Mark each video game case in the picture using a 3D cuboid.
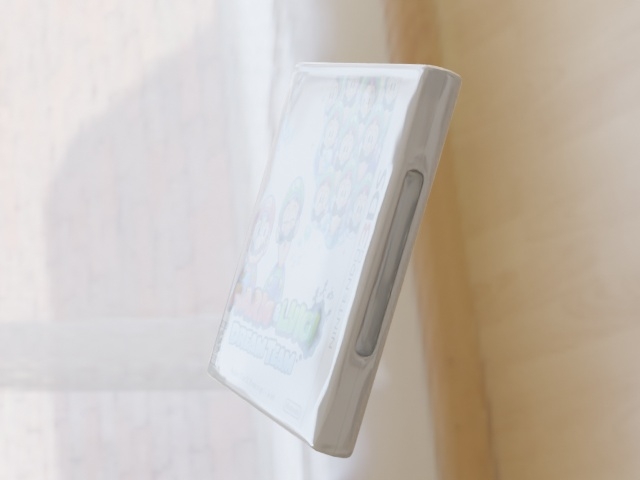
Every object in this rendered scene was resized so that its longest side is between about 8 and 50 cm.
[{"bbox_3d":[0.000,0.000,0.681,0.157,0.019,0.143,-162,88,-71],"label":"video game case"}]
